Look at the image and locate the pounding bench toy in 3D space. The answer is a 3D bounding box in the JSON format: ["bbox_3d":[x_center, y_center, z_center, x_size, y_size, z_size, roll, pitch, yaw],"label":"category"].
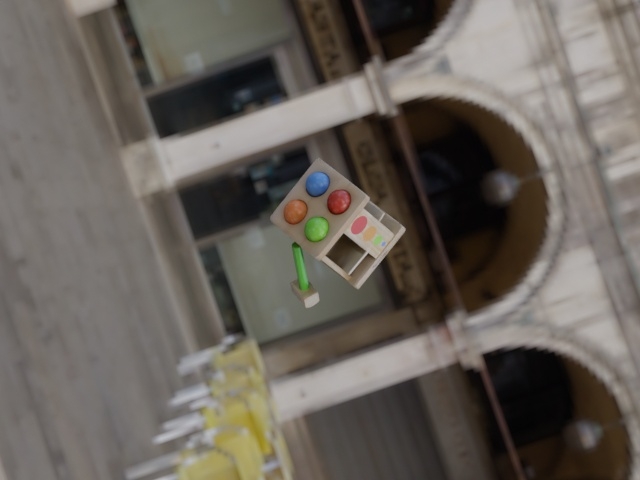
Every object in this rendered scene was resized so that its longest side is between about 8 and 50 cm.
[{"bbox_3d":[0.000,0.000,1.080,0.052,0.083,0.065,39,1,37],"label":"pounding bench toy"}]
